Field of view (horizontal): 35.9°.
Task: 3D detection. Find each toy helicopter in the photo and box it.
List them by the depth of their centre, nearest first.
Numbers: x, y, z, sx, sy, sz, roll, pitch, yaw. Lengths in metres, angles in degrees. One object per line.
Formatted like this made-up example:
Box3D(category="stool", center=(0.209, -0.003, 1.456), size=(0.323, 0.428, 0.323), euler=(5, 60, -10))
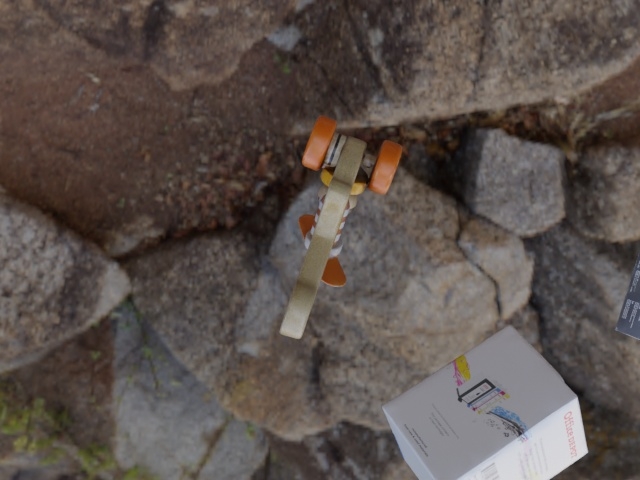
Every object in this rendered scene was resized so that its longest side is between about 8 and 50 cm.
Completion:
Box3D(category="toy helicopter", center=(0.000, 0.000, 1.525), size=(0.140, 0.355, 0.235), euler=(20, 148, -1))

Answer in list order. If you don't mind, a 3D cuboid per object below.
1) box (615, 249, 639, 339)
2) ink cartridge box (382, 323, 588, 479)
Box3D(category="box", center=(0.560, -0.026, 1.526), size=(0.076, 0.242, 0.307), euler=(22, 124, 24))
Box3D(category="ink cartridge box", center=(0.244, 0.277, 1.446), size=(0.232, 0.168, 0.171), euler=(-31, 137, -8))
